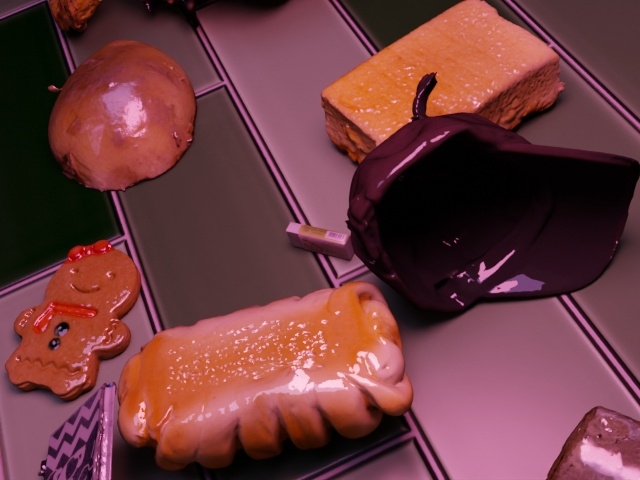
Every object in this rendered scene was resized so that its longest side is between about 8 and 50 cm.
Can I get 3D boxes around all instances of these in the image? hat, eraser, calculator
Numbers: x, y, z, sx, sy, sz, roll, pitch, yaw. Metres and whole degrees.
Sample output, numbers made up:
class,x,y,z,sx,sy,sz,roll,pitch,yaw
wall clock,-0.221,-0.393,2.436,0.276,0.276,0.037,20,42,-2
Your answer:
class,x,y,z,sx,sy,sz,roll,pitch,yaw
hat,0.171,-0.059,0.944,0.336,0.238,0.209,-4,34,-13
eraser,0.000,0.000,1.039,0.083,0.038,0.019,12,62,24
calculator,-0.246,0.288,0.825,0.165,0.028,0.274,-43,39,35

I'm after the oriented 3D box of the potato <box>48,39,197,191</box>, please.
class,x,y,z,sx,sy,sz,roll,pitch,yaw
potato,-0.317,-0.214,1.253,0.239,0.116,0.299,-19,49,6

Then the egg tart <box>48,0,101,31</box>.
class,x,y,z,sx,sy,sz,roll,pitch,yaw
egg tart,-0.406,-0.497,1.393,0.132,0.297,0.297,-9,49,-14

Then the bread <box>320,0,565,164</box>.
class,x,y,z,sx,sy,sz,roll,pitch,yaw
bread,0.160,-0.189,1.102,0.274,0.114,0.185,-36,56,-12

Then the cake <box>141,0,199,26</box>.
class,x,y,z,sx,sy,sz,roll,pitch,yaw
cake,-0.176,-0.499,1.349,0.321,0.332,0.332,-39,44,28

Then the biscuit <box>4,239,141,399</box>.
class,x,y,z,sx,sy,sz,roll,pitch,yaw
biscuit,-0.306,0.092,1.052,0.165,0.036,0.226,8,55,22

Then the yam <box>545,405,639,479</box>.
class,x,y,z,sx,sy,sz,roll,pitch,yaw
yam,0.306,0.241,0.695,0.254,0.154,0.154,28,64,29

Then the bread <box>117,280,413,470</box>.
class,x,y,z,sx,sy,sz,roll,pitch,yaw
bread,-0.061,0.150,0.883,0.311,0.121,0.173,-13,47,7
